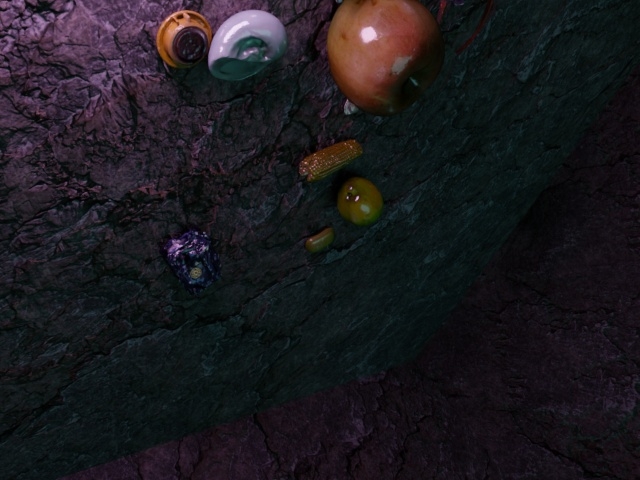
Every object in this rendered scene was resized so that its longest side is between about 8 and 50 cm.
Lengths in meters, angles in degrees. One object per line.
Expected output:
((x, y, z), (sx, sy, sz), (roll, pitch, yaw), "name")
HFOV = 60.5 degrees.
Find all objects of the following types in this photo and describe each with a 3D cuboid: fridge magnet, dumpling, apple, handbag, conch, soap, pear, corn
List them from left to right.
((-0.325, -0.481, 1.325), (0.143, 0.063, 0.143), (-27, 143, -23), "fridge magnet")
((-0.424, 0.073, 1.851), (0.162, 0.113, 0.260), (-35, 140, -20), "handbag")
((-0.190, -0.492, 1.396), (0.220, 0.121, 0.185), (-22, 144, -15), "conch")
((0.001, 0.001, 2.253), (0.140, 0.045, 0.089), (-30, 143, -15), "soap")
((0.035, -0.279, 1.908), (0.261, 0.097, 0.097), (-27, 146, -23), "corn")
((0.104, -0.452, 1.818), (0.077, 0.043, 0.060), (-26, 123, -15), "dumpling")
((0.146, -0.151, 2.087), (0.187, 0.187, 0.220), (-39, 154, -1), "pear")
((0.168, -0.535, 1.555), (0.338, 0.305, 0.339), (-38, 160, -17), "apple")

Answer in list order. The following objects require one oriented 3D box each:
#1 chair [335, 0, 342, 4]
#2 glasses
((0.069, -0.738, 1.331), (0.147, 0.136, 0.271), (-17, 130, -11), "chair")
((0.466, -0.704, 1.810), (0.234, 0.118, 0.269), (-23, 144, -28), "glasses")
